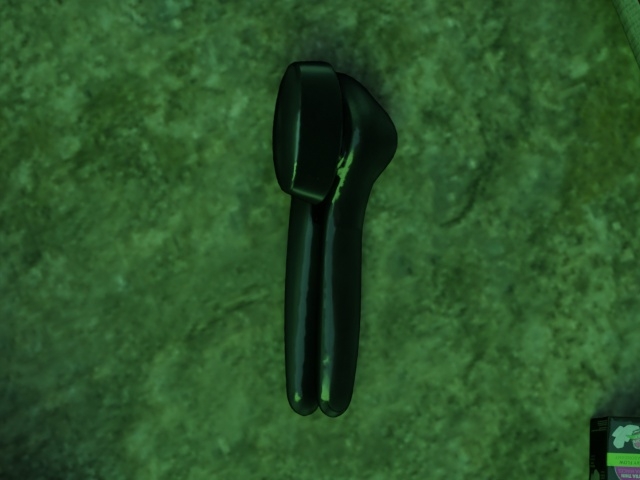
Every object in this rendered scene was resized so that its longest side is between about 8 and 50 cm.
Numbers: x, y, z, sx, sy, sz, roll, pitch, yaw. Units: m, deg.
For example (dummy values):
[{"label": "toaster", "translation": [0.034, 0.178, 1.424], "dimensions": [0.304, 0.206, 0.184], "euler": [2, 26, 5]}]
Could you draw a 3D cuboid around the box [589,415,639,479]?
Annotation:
[{"label": "box", "translation": [0.173, 0.134, 0.821], "dimensions": [0.062, 0.052, 0.083], "euler": [3, 83, 0]}]

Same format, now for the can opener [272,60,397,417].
[{"label": "can opener", "translation": [0.000, 0.000, 0.835], "dimensions": [0.073, 0.059, 0.186], "euler": [2, 92, -28]}]

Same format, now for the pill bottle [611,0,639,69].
[{"label": "pill bottle", "translation": [0.217, -0.125, 0.823], "dimensions": [0.121, 0.121, 0.221], "euler": [-20, 83, -5]}]
